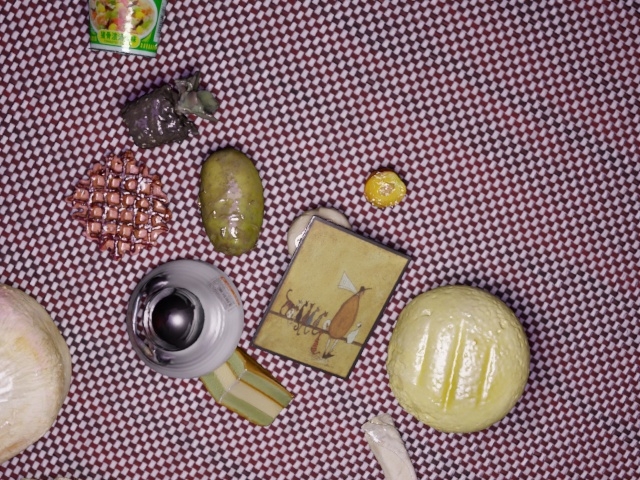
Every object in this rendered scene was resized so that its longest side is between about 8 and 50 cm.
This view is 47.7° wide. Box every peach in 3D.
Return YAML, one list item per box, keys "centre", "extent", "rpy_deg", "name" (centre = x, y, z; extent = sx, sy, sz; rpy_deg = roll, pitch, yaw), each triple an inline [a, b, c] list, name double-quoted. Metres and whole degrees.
- centre: [0.146, -0.122, 1.659]
  extent: [0.098, 0.061, 0.098]
  rpy_deg: [0, 116, 1]
  name: "peach"

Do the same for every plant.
- centre: [-0.329, -0.283, 1.602]
  extent: [0.203, 0.131, 0.143]
  rpy_deg: [-15, 92, 9]
  name: "plant"

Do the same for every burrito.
- centre: [0.180, 0.542, 1.698]
  extent: [0.082, 0.059, 0.275]
  rpy_deg: [-23, 94, -14]
  name: "burrito"

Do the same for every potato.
- centre: [-0.200, -0.089, 1.629]
  extent: [0.149, 0.113, 0.252]
  rpy_deg: [-8, 85, 7]
  name: "potato"

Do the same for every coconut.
- centre: [-0.734, 0.299, 1.511]
  extent: [0.404, 0.404, 0.405]
  rpy_deg: [0, 93, -1]
  name: "coconut"

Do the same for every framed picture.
- centre: [0.023, 0.137, 1.634]
  extent: [0.255, 0.014, 0.339]
  rpy_deg: [23, 103, -16]
  name: "framed picture"

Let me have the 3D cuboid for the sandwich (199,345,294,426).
- centre: [-0.178, 0.331, 1.700]
  extent: [0.117, 0.144, 0.187]
  rpy_deg: [-48, 129, 2]
  name: "sandwich"

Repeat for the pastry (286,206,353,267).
- centre: [0.000, 0.000, 1.647]
  extent: [0.156, 0.092, 0.157]
  rpy_deg: [0, 96, 1]
  name: "pastry"

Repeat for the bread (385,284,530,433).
- centre: [0.301, 0.258, 1.595]
  extent: [0.320, 0.237, 0.321]
  rpy_deg: [0, 89, -2]
  name: "bread"

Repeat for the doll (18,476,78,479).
- centre: [-0.567, 0.614, 1.666]
  extent: [0.277, 0.175, 0.149]
  rpy_deg: [13, 55, 6]
  name: "doll"

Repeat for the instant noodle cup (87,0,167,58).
- centre: [-0.414, -0.520, 1.568]
  extent: [0.206, 0.207, 0.233]
  rpy_deg: [7, 102, -2]
  name: "instant noodle cup"

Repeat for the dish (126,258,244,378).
- centre: [-0.318, 0.172, 1.601]
  extent: [0.273, 0.134, 0.274]
  rpy_deg: [-1, 84, 10]
  name: "dish"

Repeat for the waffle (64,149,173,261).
- centre: [-0.452, -0.075, 1.651]
  extent: [0.221, 0.055, 0.234]
  rpy_deg: [-40, 88, 3]
  name: "waffle"
